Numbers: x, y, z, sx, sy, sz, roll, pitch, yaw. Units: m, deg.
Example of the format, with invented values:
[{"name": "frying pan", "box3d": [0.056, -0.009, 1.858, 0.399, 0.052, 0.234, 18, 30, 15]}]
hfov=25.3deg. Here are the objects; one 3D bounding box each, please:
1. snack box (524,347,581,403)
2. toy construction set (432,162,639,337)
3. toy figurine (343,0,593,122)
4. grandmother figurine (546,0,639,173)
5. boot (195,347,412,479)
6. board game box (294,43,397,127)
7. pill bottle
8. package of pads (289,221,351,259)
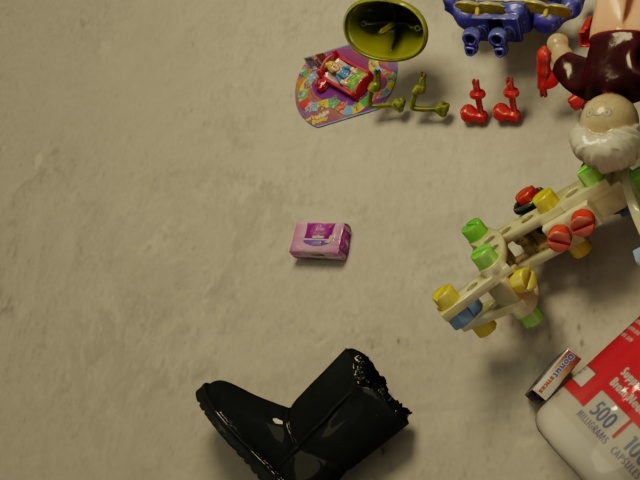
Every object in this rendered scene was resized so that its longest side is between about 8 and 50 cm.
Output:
[{"name": "snack box", "box3d": [0.272, 0.161, 1.683, 0.022, 0.178, 0.064, 41, 88, 9]}, {"name": "toy construction set", "box3d": [0.303, 0.001, 1.738, 0.328, 0.151, 0.215, -16, 23, 23]}, {"name": "toy figurine", "box3d": [0.242, -0.300, 1.995, 0.363, 0.191, 0.217, 5, 39, 29]}, {"name": "grandmother figurine", "box3d": [0.361, -0.240, 1.723, 0.208, 0.104, 0.342, -10, 62, 48]}, {"name": "boot", "box3d": [-0.021, 0.214, 1.858, 0.207, 0.094, 0.246, -47, 59, 4]}, {"name": "board game box", "box3d": [0.031, -0.243, 2.113, 0.169, 0.033, 0.133, -15, 58, 22]}, {"name": "pill bottle", "box3d": [0.453, 0.142, 1.556, 0.408, 0.229, 0.229, -43, 53, 2]}, {"name": "package of pads", "box3d": [0.000, 0.000, 2.001, 0.083, 0.032, 0.050, 1, 67, 29]}]
